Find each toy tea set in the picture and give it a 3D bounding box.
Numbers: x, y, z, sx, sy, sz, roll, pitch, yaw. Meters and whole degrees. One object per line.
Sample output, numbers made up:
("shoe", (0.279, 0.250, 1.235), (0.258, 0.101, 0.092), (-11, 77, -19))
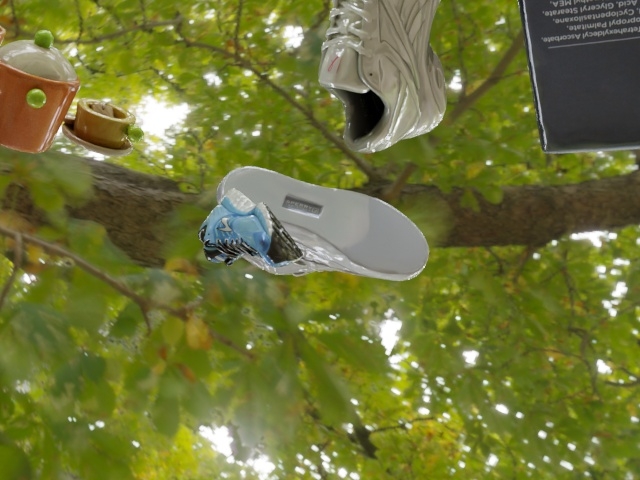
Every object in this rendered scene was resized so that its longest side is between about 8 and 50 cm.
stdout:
("toy tea set", (-0.357, -0.214, 0.939), (0.200, 0.336, 0.124), (-15, -47, -61))

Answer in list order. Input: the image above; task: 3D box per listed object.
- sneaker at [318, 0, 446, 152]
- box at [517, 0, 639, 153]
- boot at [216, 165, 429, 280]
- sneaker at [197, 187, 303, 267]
("sneaker", (0.042, -0.175, 0.683), (0.115, 0.090, 0.232), (-38, -54, -35))
("box", (0.299, -0.328, 0.761), (0.293, 0.212, 0.395), (-70, -32, -42))
("boot", (0.000, 0.000, 0.980), (0.258, 0.123, 0.095), (23, -119, 10))
("sneaker", (-0.073, 0.003, 0.787), (0.073, 0.162, 0.063), (-42, -65, -11))
